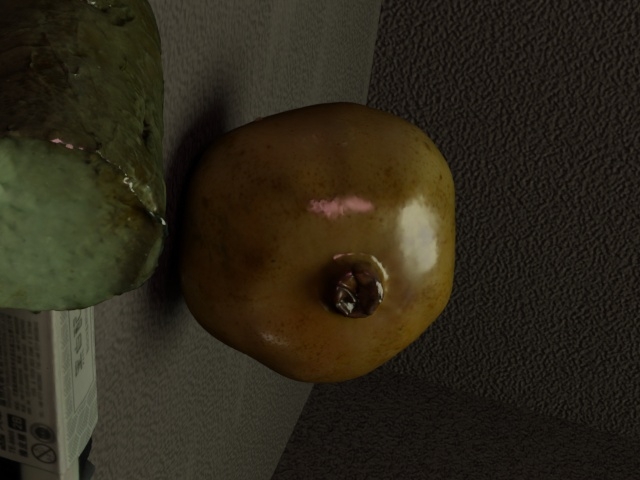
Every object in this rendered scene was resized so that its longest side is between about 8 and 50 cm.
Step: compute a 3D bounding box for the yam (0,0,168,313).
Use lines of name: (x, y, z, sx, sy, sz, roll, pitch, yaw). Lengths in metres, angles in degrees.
yam: (-0.216, -0.088, 1.078, 0.300, 0.195, 0.195, -99, -167, -52)

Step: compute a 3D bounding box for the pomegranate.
pomegranate: (0.000, 0.000, 1.956, 0.416, 0.416, 0.417, 15, 90, -80)

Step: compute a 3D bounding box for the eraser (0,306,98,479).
eraser: (-0.285, 0.117, 1.413, 0.096, 0.098, 0.404, -65, 166, -48)
